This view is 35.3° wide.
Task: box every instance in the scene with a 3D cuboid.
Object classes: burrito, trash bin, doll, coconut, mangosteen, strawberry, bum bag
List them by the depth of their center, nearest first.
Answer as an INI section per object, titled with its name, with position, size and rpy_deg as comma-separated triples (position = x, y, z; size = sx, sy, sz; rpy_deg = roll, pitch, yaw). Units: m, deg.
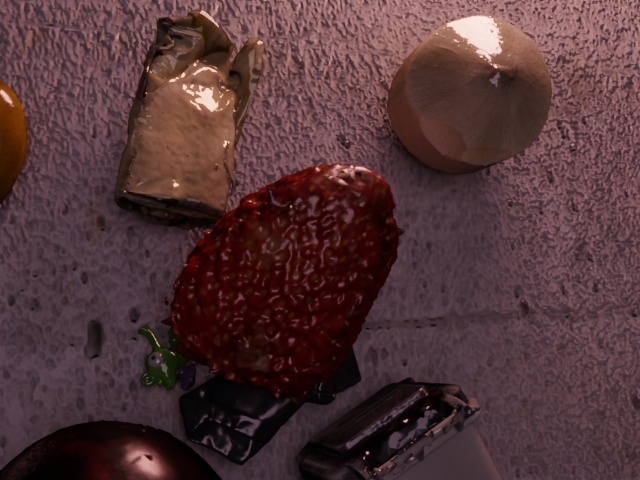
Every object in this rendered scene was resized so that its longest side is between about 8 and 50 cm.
[mangosteen]
position = -0.288, 0.435, 1.240
size = 0.421, 0.381, 0.381
rpy_deg = -36, 88, 13
[strawberry]
position = -0.057, 0.039, 1.395
size = 0.292, 0.292, 0.343
rpy_deg = 17, 119, -9
[trash bin]
position = 0.166, 0.401, 1.436
size = 0.256, 0.296, 0.367
rpy_deg = -32, 93, -19
[doll]
position = -0.211, 0.141, 1.520
size = 0.115, 0.050, 0.190
rpy_deg = 31, 69, 2
[bum bag]
position = -0.067, 0.221, 1.520
size = 0.310, 0.074, 0.137
rpy_deg = -32, 75, -23
[burrito]
position = -0.202, -0.182, 1.546
size = 0.190, 0.135, 0.331
rpy_deg = 15, 72, -19
[coconut]
position = 0.237, -0.230, 1.592
size = 0.237, 0.266, 0.237
rpy_deg = 1, 85, -17

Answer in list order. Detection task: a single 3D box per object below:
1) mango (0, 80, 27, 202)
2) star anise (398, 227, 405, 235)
[mango]
position = -0.506, -0.130, 1.485
size = 0.136, 0.099, 0.227
rpy_deg = 13, 83, -15
[star anise]
position = 0.000, 0.000, 1.580
size = 0.227, 0.148, 0.218
rpy_deg = -40, 125, 8
